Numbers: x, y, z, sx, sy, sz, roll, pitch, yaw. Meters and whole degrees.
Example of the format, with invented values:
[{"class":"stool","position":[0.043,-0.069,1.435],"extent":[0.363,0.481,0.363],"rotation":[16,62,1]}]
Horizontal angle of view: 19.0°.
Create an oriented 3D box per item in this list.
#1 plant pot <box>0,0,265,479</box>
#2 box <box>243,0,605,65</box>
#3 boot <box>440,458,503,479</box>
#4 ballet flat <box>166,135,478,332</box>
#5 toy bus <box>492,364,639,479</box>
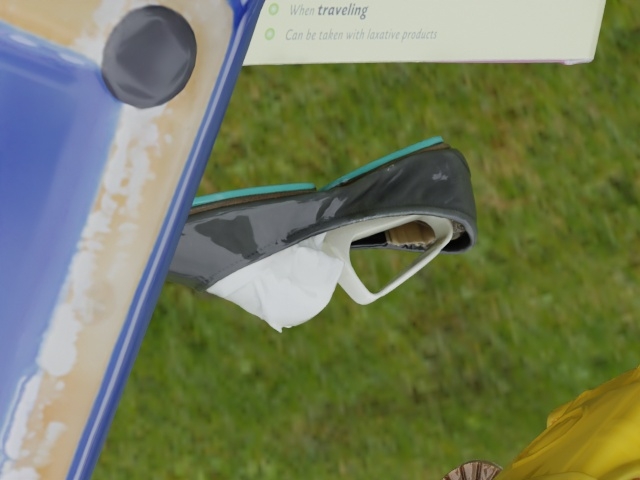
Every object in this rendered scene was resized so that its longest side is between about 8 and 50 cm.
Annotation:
[{"class":"plant pot","position":[-0.159,-0.015,0.394],"extent":[0.236,0.212,0.236],"rotation":[18,96,-36]},{"class":"box","position":[0.021,-0.200,0.762],"extent":[0.213,0.117,0.243],"rotation":[-6,114,-39]},{"class":"boot","position":[0.079,0.183,1.080],"extent":[0.059,0.084,0.158],"rotation":[19,113,12]},{"class":"ballet flat","position":[0.000,0.000,1.262],"extent":[0.280,0.096,0.095],"rotation":[-16,169,-33]},{"class":"toy bus","position":[0.180,0.153,0.868],"extent":[0.220,0.211,0.149],"rotation":[48,143,-3]}]
